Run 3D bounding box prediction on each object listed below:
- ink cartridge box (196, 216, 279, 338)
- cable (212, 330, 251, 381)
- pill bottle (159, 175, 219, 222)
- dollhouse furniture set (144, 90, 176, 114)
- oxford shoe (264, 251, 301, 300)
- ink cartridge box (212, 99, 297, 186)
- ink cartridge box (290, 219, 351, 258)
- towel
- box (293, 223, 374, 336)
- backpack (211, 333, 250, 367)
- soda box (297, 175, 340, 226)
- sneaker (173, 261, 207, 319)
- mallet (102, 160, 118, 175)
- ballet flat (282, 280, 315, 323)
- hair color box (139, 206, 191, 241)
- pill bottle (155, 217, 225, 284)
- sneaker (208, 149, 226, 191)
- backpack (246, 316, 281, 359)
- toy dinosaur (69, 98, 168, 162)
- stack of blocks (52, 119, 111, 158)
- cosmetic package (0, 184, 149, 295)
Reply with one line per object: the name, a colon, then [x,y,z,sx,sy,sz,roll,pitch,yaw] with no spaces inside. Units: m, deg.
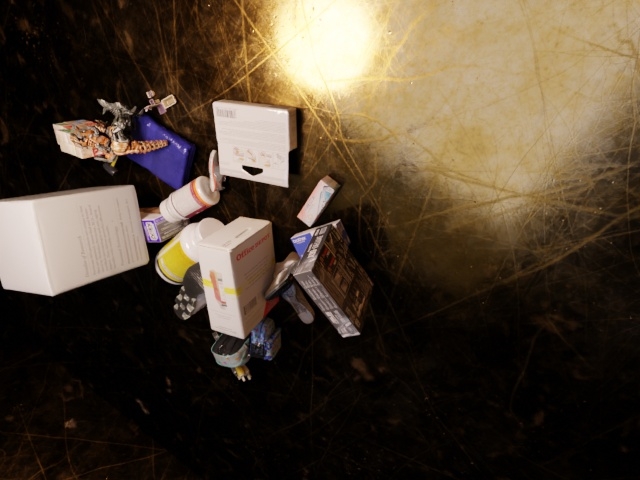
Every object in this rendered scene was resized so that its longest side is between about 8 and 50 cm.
ink cartridge box: [-0.306,0.134,1.607,0.161,0.279,0.383,11,119,23]
cable: [-0.426,0.561,2.033,0.072,0.139,0.287,-30,79,0]
pill bottle: [-0.518,-0.156,1.636,0.221,0.121,0.121,-24,103,23]
dollhouse furniture set: [-0.604,-0.522,1.533,0.115,0.081,0.090,-13,109,32]
oxford shoe: [-0.152,0.139,1.626,0.096,0.083,0.227,43,95,24]
ink cartridge box: [-0.226,-0.341,1.443,0.297,0.066,0.260,14,121,21]
ink cartridge box: [0.000,0.000,1.519,0.207,0.046,0.097,-17,107,33]
towel: [-0.637,-0.361,1.647,0.308,0.076,0.227,34,129,10]
box: [0.058,0.135,1.400,0.077,0.242,0.307,-19,121,33]
backpack: [-0.398,0.495,1.901,0.166,0.188,0.144,7,118,24]
soda box: [-0.007,-0.135,1.444,0.063,0.058,0.183,39,127,4]
sneaker: [-0.486,0.184,1.709,0.122,0.146,0.330,49,126,13]
mallet: [-0.895,-0.368,1.798,0.062,0.039,0.189,37,122,1]
ballet flat: [-0.100,0.227,1.692,0.084,0.058,0.249,-33,95,21]
hair color box: [-0.754,-0.072,1.786,0.340,0.185,0.109,1,113,26]
pill bottle: [-0.531,0.043,1.730,0.334,0.188,0.187,-32,98,36]
sneaker: [-0.391,-0.266,1.584,0.061,0.065,0.157,-153,62,-64]
backpack: [-0.241,0.410,1.804,0.117,0.158,0.173,8,107,15]
toy dinosaur: [-0.740,-0.392,1.529,0.164,0.323,0.218,28,111,61]
stack of blocks: [-0.967,-0.419,1.686,0.298,0.171,0.087,20,122,32]
cosmetic package: [-0.937,-0.020,1.555,0.330,0.394,0.326,2,105,28]
